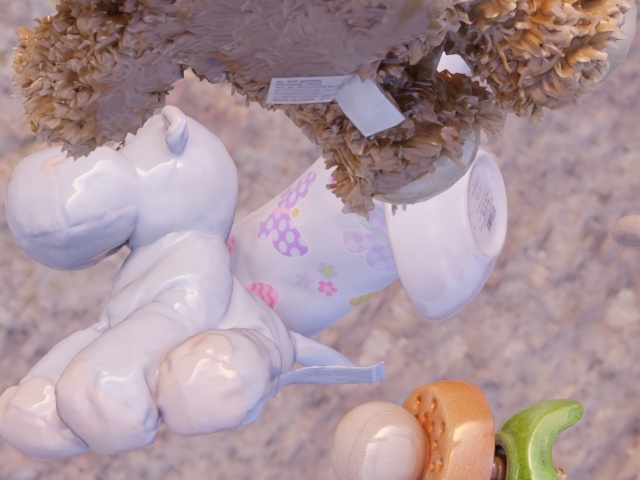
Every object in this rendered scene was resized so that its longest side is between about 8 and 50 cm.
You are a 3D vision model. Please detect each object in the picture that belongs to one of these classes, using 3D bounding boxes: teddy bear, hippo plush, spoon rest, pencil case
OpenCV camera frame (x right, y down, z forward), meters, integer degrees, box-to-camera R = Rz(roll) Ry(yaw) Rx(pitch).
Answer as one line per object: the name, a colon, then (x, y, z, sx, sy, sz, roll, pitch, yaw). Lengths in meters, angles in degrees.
teddy bear: (-0.013, -0.117, 0.698, 0.338, 0.113, 0.245, 12, 142, -30)
hippo plush: (-0.113, 0.021, 1.320, 0.294, 0.234, 0.237, -12, 90, -11)
spoon rest: (0.093, -0.064, 1.213, 0.137, 0.084, 0.276, 62, 37, -37)
pencil case: (0.000, 0.000, 1.413, 0.273, 0.124, 0.113, -39, -176, 37)

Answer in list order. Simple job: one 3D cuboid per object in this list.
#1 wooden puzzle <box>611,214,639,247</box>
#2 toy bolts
wooden puzzle: (0.436, 0.054, 1.314, 0.322, 0.348, 0.080, 1, 118, -41)
toy bolts: (0.061, 0.219, 1.099, 0.158, 0.228, 0.218, 10, 146, -20)
